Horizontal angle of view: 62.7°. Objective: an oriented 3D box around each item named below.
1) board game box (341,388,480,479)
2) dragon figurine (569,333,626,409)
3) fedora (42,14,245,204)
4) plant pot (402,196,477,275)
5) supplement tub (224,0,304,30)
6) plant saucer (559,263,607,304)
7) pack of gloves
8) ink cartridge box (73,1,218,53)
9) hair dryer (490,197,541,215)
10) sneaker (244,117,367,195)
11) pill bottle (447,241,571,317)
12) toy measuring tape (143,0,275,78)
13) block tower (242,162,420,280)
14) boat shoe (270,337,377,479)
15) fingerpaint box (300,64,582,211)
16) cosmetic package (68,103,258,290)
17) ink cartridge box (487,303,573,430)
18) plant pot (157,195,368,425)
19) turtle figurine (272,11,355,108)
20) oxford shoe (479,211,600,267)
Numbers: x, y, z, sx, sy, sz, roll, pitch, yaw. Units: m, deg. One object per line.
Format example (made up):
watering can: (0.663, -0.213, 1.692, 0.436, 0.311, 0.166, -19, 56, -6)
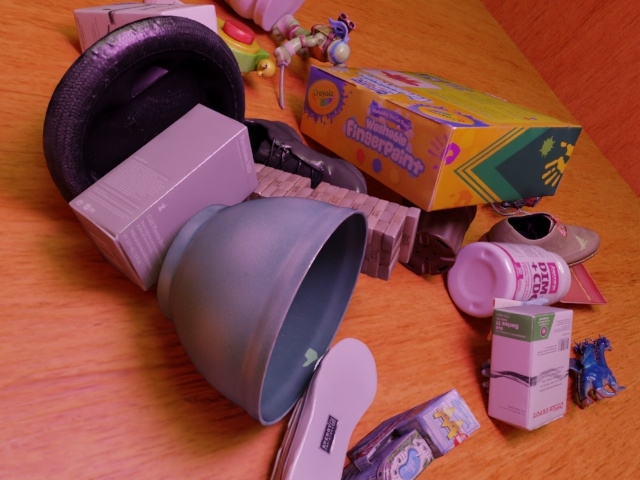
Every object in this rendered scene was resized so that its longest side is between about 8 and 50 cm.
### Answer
board game box: (0.106, 0.279, 0.703, 0.194, 0.194, 0.060, -18, 68, -48)
dragon figurine: (0.604, 0.296, 1.199, 0.289, 0.085, 0.144, -2, 57, -42)
fedora: (-0.273, -0.185, 0.784, 0.152, 0.334, 0.334, 27, 31, 29)
plant pot: (0.241, -0.025, 1.128, 0.167, 0.167, 0.165, 35, 47, -11)
supplement tub: (-0.188, -0.707, 1.309, 0.316, 0.228, 0.228, 45, 39, 1)
plant saucer: (0.661, 0.074, 1.477, 0.258, 0.048, 0.259, 7, 51, -36)
pack of gloves: (0.396, 0.211, 1.083, 0.232, 0.046, 0.195, 5, 92, -39)
ink cartridge box: (-0.306, -0.376, 0.943, 0.203, 0.086, 0.148, 11, 31, 23)
hair dryer: (0.564, -0.148, 1.539, 0.224, 0.080, 0.293, 19, 30, -22)
sneaker: (-0.046, -0.127, 0.918, 0.286, 0.109, 0.130, 35, 16, 28)
pill bottle: (0.432, 0.086, 1.180, 0.283, 0.160, 0.160, 2, 55, -40)
toy measuring tape: (-0.245, -0.439, 1.120, 0.330, 0.121, 0.121, 30, 40, -3)
block tower: (-0.019, -0.038, 0.841, 0.335, 0.091, 0.097, 16, 37, 15)
boat shoe: (0.002, 0.252, 0.720, 0.096, 0.088, 0.267, 37, 44, -15)
fingerpaint box: (0.230, -0.233, 1.112, 0.371, 0.163, 0.445, -8, 33, -33)
cosmetic package: (-0.201, -0.064, 0.723, 0.107, 0.127, 0.238, 31, 62, 24)
ink cartridge box: (0.399, 0.233, 0.999, 0.153, 0.087, 0.208, 2, 92, -40)
plant pot: (-0.086, 0.064, 0.698, 0.196, 0.293, 0.293, 22, 36, 17)
turtle figurine: (-0.035, -0.431, 1.295, 0.198, 0.274, 0.266, -8, 38, -19)
oxford shoe: (0.592, -0.005, 1.348, 0.348, 0.130, 0.123, -3, 56, -18)
